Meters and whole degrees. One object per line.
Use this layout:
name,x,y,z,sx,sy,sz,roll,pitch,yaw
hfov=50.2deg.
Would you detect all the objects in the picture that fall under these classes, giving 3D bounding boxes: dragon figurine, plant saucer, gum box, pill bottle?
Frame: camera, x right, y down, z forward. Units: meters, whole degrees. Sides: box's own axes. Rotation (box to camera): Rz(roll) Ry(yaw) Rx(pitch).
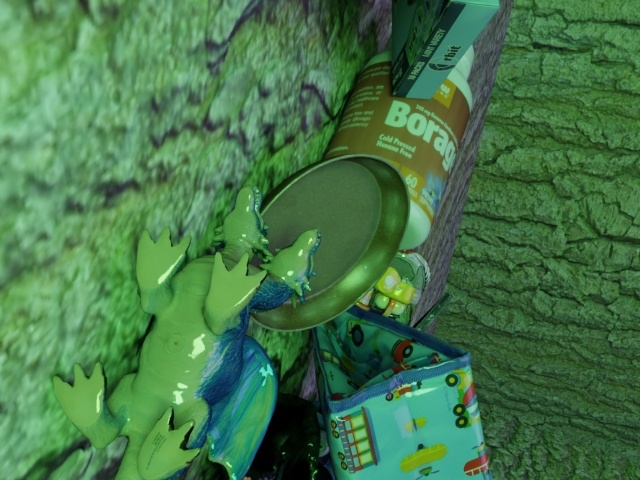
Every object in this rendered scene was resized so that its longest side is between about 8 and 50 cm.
dragon figurine,-0.075,0.086,0.397,0.144,0.085,0.289,68,39,-67
plant saucer,0.000,0.000,0.557,0.168,0.029,0.168,-23,134,-26
gum box,0.097,-0.235,0.566,0.157,0.041,0.184,127,-34,-74
pill bottle,0.080,-0.109,0.680,0.121,0.121,0.216,73,36,-65

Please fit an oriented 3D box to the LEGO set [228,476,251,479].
LEGO set,-0.089,0.207,0.421,0.287,0.107,0.132,-43,144,-61

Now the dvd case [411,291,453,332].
dvd case,0.136,0.190,1.188,0.164,0.018,0.221,-41,170,-36

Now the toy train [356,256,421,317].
toy train,0.034,0.044,0.704,0.046,0.125,0.166,-68,157,-6

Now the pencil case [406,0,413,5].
pencil case,0.051,-0.262,0.520,0.070,0.064,0.152,-99,-165,-62

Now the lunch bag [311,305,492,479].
lunch bag,0.052,0.197,0.727,0.293,0.138,0.221,-153,-132,-72

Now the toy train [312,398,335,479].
toy train,0.010,0.295,0.956,0.105,0.080,0.184,-55,157,-36

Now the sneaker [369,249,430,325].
sneaker,0.125,0.104,1.143,0.093,0.088,0.225,-54,156,-48

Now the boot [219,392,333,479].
boot,-0.033,0.244,0.702,0.246,0.094,0.207,-33,141,-60
